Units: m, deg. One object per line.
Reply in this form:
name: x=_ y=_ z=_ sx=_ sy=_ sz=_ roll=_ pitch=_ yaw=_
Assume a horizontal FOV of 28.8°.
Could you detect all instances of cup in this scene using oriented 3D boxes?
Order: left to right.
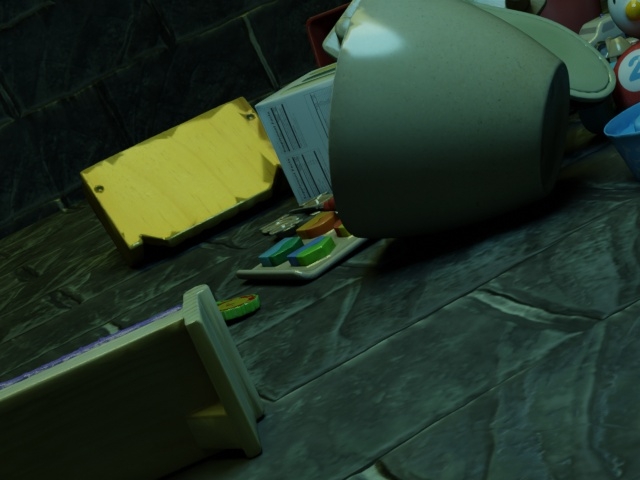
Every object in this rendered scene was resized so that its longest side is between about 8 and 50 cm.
cup: x=0.178 y=-0.151 z=1.557 sx=0.237 sy=0.331 sz=0.331 roll=8 pitch=25 yaw=22

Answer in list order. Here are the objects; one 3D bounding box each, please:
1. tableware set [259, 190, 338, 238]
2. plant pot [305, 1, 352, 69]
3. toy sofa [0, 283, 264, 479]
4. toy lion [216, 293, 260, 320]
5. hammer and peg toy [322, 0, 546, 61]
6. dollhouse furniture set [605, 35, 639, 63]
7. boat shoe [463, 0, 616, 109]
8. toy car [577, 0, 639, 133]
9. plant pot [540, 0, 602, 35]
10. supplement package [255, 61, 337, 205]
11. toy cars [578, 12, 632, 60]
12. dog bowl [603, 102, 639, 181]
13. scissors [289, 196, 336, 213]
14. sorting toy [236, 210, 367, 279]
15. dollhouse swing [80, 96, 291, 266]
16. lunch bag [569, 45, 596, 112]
tableware set: x=-0.027 y=-0.041 z=2.040 sx=0.141 sy=0.020 sz=0.168 roll=-26 pitch=13 yaw=-9
plant pot: x=0.171 y=-0.368 z=2.545 sx=0.267 sy=0.267 sz=0.235 roll=-15 pitch=3 yaw=34
toy sofa: x=-0.245 y=0.183 z=1.211 sx=0.362 sy=0.150 sz=0.177 roll=-24 pitch=14 yaw=0
toy lion: x=-0.130 y=0.094 z=1.656 sx=0.096 sy=0.034 sz=0.100 roll=-22 pitch=10 yaw=-26
hammer and peg toy: x=0.211 y=-0.294 z=1.874 sx=0.266 sy=0.361 sz=0.127 roll=-54 pitch=-15 yaw=-4
dollhouse furniture set: x=0.590 y=-0.385 z=1.982 sx=0.303 sy=0.174 sz=0.355 roll=-20 pitch=13 yaw=16
boat shoe: x=0.243 y=-0.248 z=1.741 sx=0.340 sy=0.113 sz=0.127 roll=21 pitch=54 yaw=14
toy car: x=0.455 y=-0.299 z=1.718 sx=0.219 sy=0.238 sz=0.210 roll=-14 pitch=16 yaw=40
plant pot: x=0.436 y=-0.475 z=2.473 sx=0.275 sy=0.243 sz=0.275 roll=-23 pitch=12 yaw=5
supplement package: x=0.073 y=-0.207 z=2.133 sx=0.262 sy=0.198 sz=0.199 roll=-14 pitch=16 yaw=39
toy cars: x=0.620 y=-0.419 z=2.263 sx=0.393 sy=0.087 sz=0.176 roll=-18 pitch=14 yaw=26
dog bowl: x=0.472 y=-0.139 z=1.408 sx=0.297 sy=0.074 sz=0.166 roll=-13 pitch=16 yaw=37
scissors: x=0.009 y=-0.054 z=1.881 sx=0.109 sy=0.021 sz=0.297 roll=1 pitch=-1 yaw=-40
sorting toy: x=0.000 y=0.000 z=1.778 sx=0.208 sy=0.038 sz=0.193 roll=-30 pitch=14 yaw=-28
dollhouse swing: x=-0.246 y=-0.058 z=2.425 sx=0.346 sy=0.305 sz=0.315 roll=-27 pitch=54 yaw=-16
lunch bag: x=0.344 y=-0.239 z=2.032 sx=0.219 sy=0.090 sz=0.176 roll=-31 pitch=12 yaw=-35
